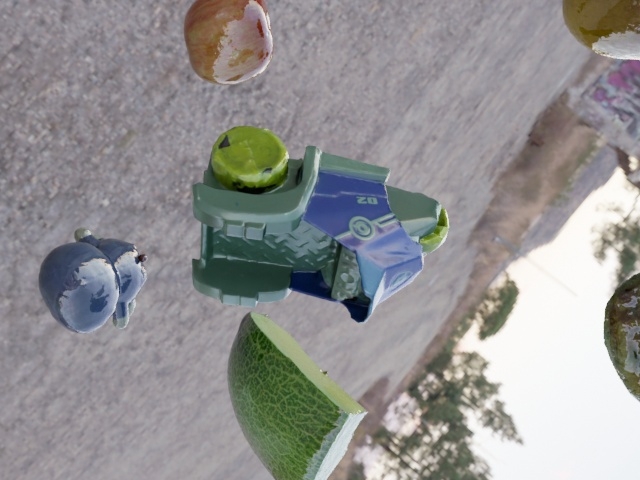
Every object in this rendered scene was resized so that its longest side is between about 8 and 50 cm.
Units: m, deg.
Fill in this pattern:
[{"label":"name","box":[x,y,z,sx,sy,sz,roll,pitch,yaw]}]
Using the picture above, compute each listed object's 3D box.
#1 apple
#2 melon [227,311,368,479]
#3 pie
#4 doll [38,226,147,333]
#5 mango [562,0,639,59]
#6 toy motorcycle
[{"label":"apple","box":[-0.137,-0.306,1.208,0.130,0.146,0.146,-12,171,4]},{"label":"melon","box":[-0.074,0.310,1.620,0.226,0.343,0.331,-37,152,-33]},{"label":"pie","box":[0.613,0.167,1.338,0.078,0.277,0.277,-20,149,-57]},{"label":"doll","box":[-0.462,0.086,1.629,0.154,0.228,0.258,-19,-174,30]},{"label":"mango","box":[0.484,-0.357,1.058,0.365,0.253,0.182,-24,-148,46]},{"label":"toy motorcycle","box":[0.000,0.000,1.010,0.191,0.326,0.200,100,-1,-50]}]
